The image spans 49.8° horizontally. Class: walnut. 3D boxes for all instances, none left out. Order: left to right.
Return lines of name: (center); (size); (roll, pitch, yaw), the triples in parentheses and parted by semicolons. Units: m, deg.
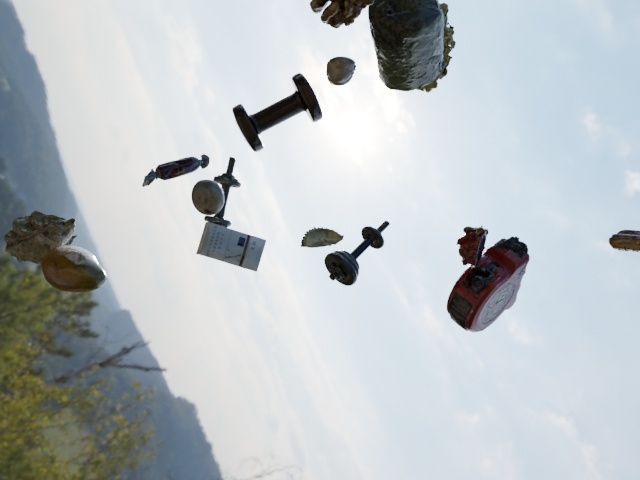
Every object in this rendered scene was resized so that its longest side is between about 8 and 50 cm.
walnut: (0.045, -0.554, 1.518); (0.170, 0.069, 0.143); (-39, -92, 29)

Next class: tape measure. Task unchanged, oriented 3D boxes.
tape measure: (0.477, 0.140, 1.992); (0.114, 0.260, 0.253); (41, -30, 32)

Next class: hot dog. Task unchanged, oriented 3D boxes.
hot dog: (0.788, 0.004, 1.683); (0.165, 0.071, 0.045); (12, -64, 57)

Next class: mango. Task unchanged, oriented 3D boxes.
mango: (-0.491, 0.060, 1.369); (0.165, 0.115, 0.089); (24, -80, 61)

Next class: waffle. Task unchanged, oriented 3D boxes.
waffle: (0.313, -0.628, 2.158); (0.307, 0.060, 0.312); (62, -28, 4)

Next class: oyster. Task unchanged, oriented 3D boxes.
oyster: (-0.673, -0.002, 1.635); (0.072, 0.209, 0.133); (-7, 106, -74)

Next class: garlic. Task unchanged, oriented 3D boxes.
garlic: (0.059, -0.514, 2.110); (0.113, 0.094, 0.074); (101, 2, -67)

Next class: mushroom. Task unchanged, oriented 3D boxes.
mushroom: (-0.247, -0.100, 1.566); (0.085, 0.079, 0.085); (7, -78, 35)

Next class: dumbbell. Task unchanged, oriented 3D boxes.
dumbbell: (-0.274, -0.108, 1.929); (0.081, 0.081, 0.254); (-172, -85, -68)
dumbbell: (-0.115, -0.342, 1.849); (0.140, 0.225, 0.124); (62, -1, -5)
dumbbell: (0.111, 0.026, 1.931); (0.110, 0.254, 0.110); (33, -31, 23)

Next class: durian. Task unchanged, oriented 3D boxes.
durian: (0.000, -0.009, 1.902); (0.066, 0.130, 0.052); (-157, -123, -65)

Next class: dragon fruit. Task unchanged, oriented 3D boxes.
dragon fruit: (0.396, 0.014, 1.820); (0.068, 0.112, 0.126); (17, -3, 21)

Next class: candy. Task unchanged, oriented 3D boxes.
candy: (-0.344, -0.169, 1.637); (0.043, 0.175, 0.045); (47, -34, 40)

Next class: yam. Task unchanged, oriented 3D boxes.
yam: (0.237, -0.546, 1.860); (0.195, 0.195, 0.300); (59, -1, 24)

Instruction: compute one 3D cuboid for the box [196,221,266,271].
box: (-0.218, 0.016, 1.693); (0.040, 0.154, 0.084); (-3, -109, 68)
